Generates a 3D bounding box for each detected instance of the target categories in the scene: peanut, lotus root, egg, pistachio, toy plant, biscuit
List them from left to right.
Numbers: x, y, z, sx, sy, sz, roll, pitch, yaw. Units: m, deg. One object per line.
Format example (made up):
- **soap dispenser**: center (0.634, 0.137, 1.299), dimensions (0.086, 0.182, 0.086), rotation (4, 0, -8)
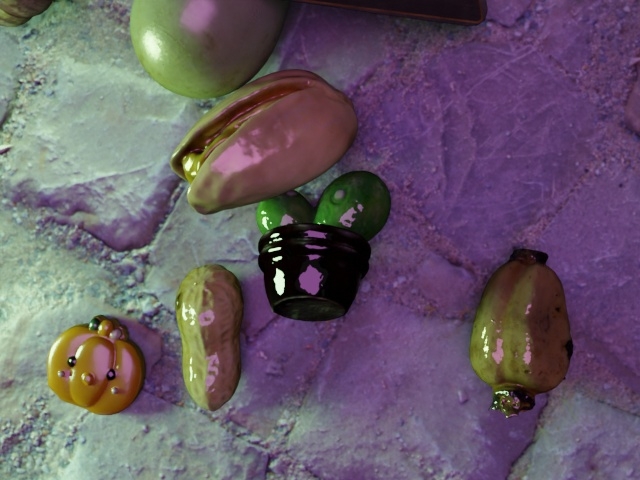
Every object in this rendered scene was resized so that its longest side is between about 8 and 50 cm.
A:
- **biscuit**: center (-0.378, 0.209, 1.287), dimensions (0.170, 0.050, 0.170), rotation (0, 92, 4)
- **peanut**: center (-0.179, 0.157, 1.233), dimensions (0.110, 0.120, 0.236), rotation (2, 85, -33)
- **egg**: center (-0.158, -0.356, 1.169), dimensions (0.218, 0.218, 0.295), rotation (38, 88, 3)
- **pistachio**: center (-0.081, -0.150, 1.181), dimensions (0.299, 0.187, 0.187), rotation (-29, 89, -6)
- **toy plant**: center (0.000, 0.000, 1.198), dimensions (0.218, 0.175, 0.235), rotation (-1, 66, 11)
- **lotus root**: center (0.312, 0.144, 1.181), dimensions (0.154, 0.140, 0.257), rotation (9, 82, 18)

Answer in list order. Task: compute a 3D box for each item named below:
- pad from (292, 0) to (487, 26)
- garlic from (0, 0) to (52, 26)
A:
- **pad**: center (0.078, -0.482, 1.137), dimensions (0.375, 0.063, 0.315), rotation (2, 67, -16)
- **garlic**: center (-0.488, -0.456, 1.231), dimensions (0.245, 0.160, 0.245), rotation (-3, 84, 25)
